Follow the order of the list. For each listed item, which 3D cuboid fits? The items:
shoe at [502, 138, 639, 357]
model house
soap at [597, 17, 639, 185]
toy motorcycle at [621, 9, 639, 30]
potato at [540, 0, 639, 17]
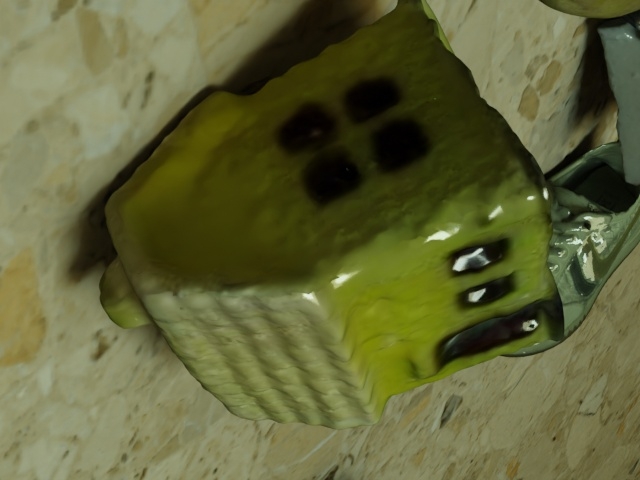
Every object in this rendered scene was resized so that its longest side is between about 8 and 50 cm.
[{"bbox_3d":[0.224,0.000,1.007,0.275,0.103,0.098,-45,150,-29],"label":"shoe"},{"bbox_3d":[0.000,0.000,0.621,0.234,0.174,0.193,-22,149,1],"label":"model house"},{"bbox_3d":[0.419,-0.152,0.947,0.302,0.258,0.159,-29,113,-42],"label":"soap"},{"bbox_3d":[0.319,-0.296,0.818,0.263,0.091,0.157,-49,174,-9],"label":"toy motorcycle"},{"bbox_3d":[0.181,-0.256,0.624,0.191,0.141,0.296,-49,149,-19],"label":"potato"}]
